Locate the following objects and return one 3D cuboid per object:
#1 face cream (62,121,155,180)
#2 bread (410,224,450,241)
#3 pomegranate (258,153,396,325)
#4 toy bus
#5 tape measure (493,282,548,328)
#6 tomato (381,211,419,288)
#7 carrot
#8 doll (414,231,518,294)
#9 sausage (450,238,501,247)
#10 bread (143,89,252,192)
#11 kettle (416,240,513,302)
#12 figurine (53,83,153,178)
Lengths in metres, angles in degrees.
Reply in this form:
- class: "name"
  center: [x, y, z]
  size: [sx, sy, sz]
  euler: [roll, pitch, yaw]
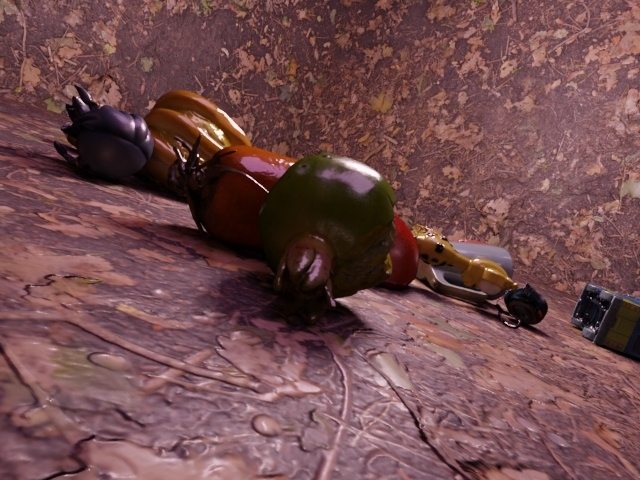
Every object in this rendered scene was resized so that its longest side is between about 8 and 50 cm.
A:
- class: "face cream"
  center: [-0.617, -0.279, 1.408]
  size: [0.349, 0.104, 0.105]
  euler: [22, 8, 15]
- class: "bread"
  center: [0.347, 0.040, 1.519]
  size: [0.140, 0.143, 0.229]
  euler: [29, 10, -10]
- class: "pomegranate"
  center: [0.000, 0.000, 0.724]
  size: [0.236, 0.235, 0.302]
  euler: [21, 35, 10]
- class: "toy bus"
  center: [0.876, 0.232, 1.406]
  size: [0.190, 0.152, 0.312]
  euler: [21, 9, 14]
- class: "tape measure"
  center: [0.487, 0.193, 1.171]
  size: [0.107, 0.104, 0.180]
  euler: [49, 48, -2]
- class: "tomato"
  center: [0.092, -0.022, 1.160]
  size: [0.335, 0.176, 0.290]
  euler: [24, 6, 34]
- class: "carrot"
  center: [-0.133, -0.081, 0.922]
  size: [0.331, 0.193, 0.214]
  euler: [14, 14, -19]
- class: "doll"
  center: [0.354, 0.060, 1.194]
  size: [0.291, 0.086, 0.117]
  euler: [27, -1, -2]
- class: "sausage"
  center: [0.540, 0.079, 1.636]
  size: [0.280, 0.152, 0.152]
  euler: [13, 10, -25]
- class: "bread"
  center: [-0.335, -0.250, 1.292]
  size: [0.316, 0.211, 0.270]
  euler: [39, 42, -21]
- class: "kettle"
  center: [0.393, 0.092, 1.322]
  size: [0.243, 0.159, 0.210]
  euler: [10, 39, -17]
- class: "figurine"
  center: [-0.516, -0.248, 1.139]
  size: [0.175, 0.196, 0.265]
  euler: [8, 5, -45]
